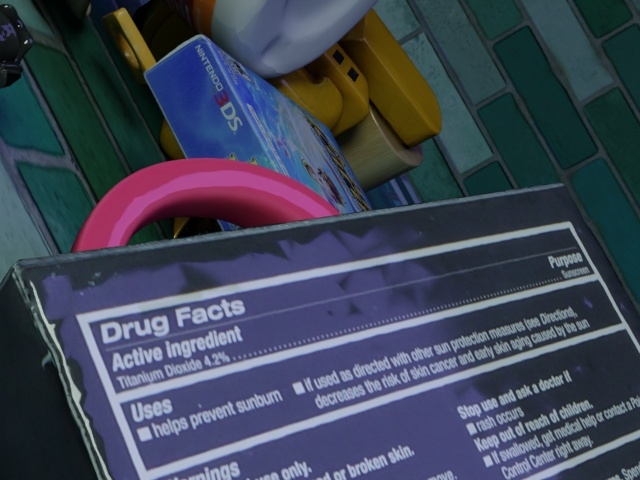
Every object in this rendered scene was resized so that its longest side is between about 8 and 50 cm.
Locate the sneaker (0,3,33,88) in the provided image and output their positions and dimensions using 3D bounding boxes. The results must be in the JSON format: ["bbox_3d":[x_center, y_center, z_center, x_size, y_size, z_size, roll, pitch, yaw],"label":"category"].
[{"bbox_3d":[-0.206,-0.101,0.629,0.063,0.075,0.170,58,12,-10],"label":"sneaker"}]

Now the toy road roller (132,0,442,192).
[{"bbox_3d":[-0.038,-0.128,1.134,0.329,0.202,0.240,47,29,-32],"label":"toy road roller"}]

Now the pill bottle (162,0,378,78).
[{"bbox_3d":[-0.117,-0.336,0.938,0.392,0.224,0.224,45,8,14],"label":"pill bottle"}]

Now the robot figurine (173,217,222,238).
[{"bbox_3d":[-0.048,0.054,0.901,0.211,0.085,0.291,54,13,-26],"label":"robot figurine"}]

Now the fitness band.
[{"bbox_3d":[-0.039,0.089,0.629,0.209,0.054,0.291,2,62,-31],"label":"fitness band"}]

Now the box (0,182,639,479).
[{"bbox_3d":[0.026,0.154,0.460,0.296,0.183,0.294,-9,66,-43],"label":"box"}]

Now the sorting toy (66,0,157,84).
[{"bbox_3d":[-0.232,-0.263,0.882,0.347,0.047,0.196,58,-14,-4],"label":"sorting toy"}]

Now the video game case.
[{"bbox_3d":[0.000,0.000,0.871,0.269,0.061,0.244,62,12,20],"label":"video game case"}]
